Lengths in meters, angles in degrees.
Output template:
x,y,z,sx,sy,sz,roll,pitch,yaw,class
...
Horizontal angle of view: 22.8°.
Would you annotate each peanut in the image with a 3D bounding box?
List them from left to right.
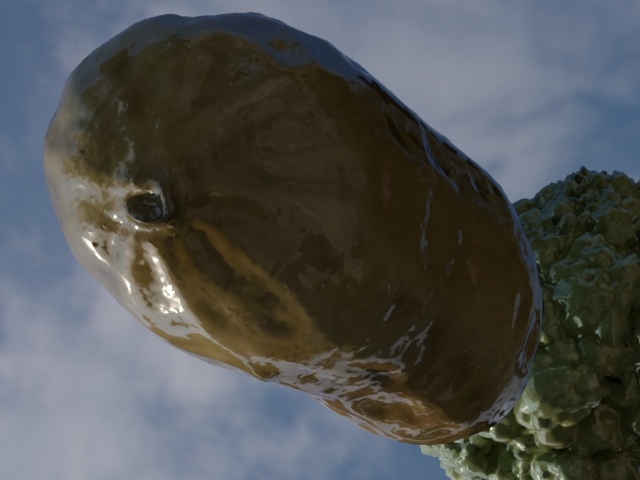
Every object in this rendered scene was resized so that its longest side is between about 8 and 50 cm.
x,y,z,sx,sy,sz,roll,pitch,yaw,class
0.000,0.000,0.606,0.224,0.129,0.129,29,-91,-31,peanut

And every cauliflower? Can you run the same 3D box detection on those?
x,y,z,sx,sy,sz,roll,pitch,yaw,class
0.217,0.105,1.217,0.281,0.327,0.260,36,-128,-20,cauliflower
